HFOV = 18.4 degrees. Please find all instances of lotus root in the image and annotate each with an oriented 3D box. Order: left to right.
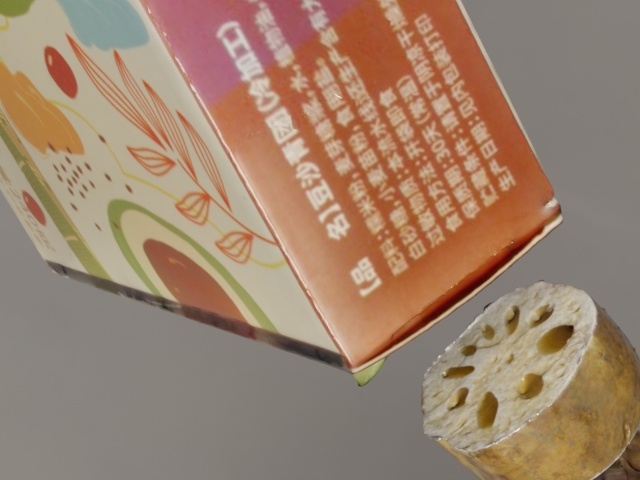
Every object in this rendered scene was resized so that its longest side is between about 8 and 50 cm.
[{"bbox_3d":[0.123,0.089,1.103,0.081,0.122,0.112,49,-6,-19],"label":"lotus root"}]

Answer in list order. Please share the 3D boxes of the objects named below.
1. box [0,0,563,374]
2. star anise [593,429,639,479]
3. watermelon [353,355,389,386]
[{"bbox_3d":[-0.107,-0.152,0.846,0.122,0.385,0.344,-36,20,-19],"label":"box"},{"bbox_3d":[0.166,0.213,1.135,0.099,0.214,0.220,42,3,-28],"label":"star anise"},{"bbox_3d":[0.020,-0.008,1.203,0.145,0.137,0.193,43,5,-6],"label":"watermelon"}]
